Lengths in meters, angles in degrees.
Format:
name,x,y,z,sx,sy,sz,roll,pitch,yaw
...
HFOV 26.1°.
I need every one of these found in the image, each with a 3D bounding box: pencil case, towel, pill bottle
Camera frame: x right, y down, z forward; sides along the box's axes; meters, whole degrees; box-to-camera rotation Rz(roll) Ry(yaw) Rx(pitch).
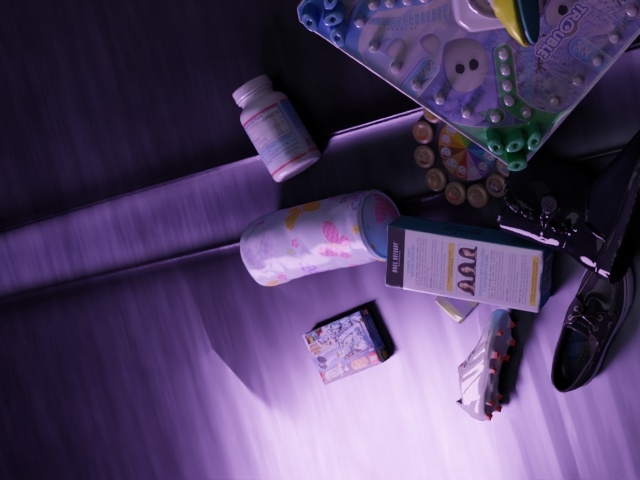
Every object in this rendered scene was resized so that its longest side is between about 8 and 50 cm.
name,x,y,z,sx,sy,sz,roll,pitch,yaw
pencil case,0.000,0.000,2.211,0.273,0.113,0.124,-15,116,39
towel,0.218,0.085,2.145,0.060,0.009,0.083,44,127,15
pill bottle,-0.074,-0.181,2.218,0.087,0.087,0.160,-34,84,39

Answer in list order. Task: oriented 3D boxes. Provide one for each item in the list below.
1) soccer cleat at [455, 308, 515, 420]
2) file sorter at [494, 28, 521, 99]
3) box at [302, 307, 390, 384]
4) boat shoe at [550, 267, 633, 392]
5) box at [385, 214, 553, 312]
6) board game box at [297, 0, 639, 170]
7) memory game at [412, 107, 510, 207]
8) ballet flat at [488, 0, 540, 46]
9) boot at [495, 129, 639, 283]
name,x,y,z,sx,sy,sz,roll,pitch,yaw
soccer cleat,0.248,0.189,2.126,0.076,0.068,0.196,23,121,32
file sorter,0.226,-0.295,1.923,0.118,0.104,0.170,9,119,10
box,0.042,0.176,2.295,0.137,0.027,0.094,-25,89,39
boat shoe,0.383,0.122,1.995,0.080,0.076,0.229,31,122,24
box,0.221,0.033,2.066,0.244,0.060,0.101,10,112,22
board game box,0.230,-0.329,1.807,0.390,0.050,0.390,33,115,-13
memory game,0.216,-0.138,2.068,0.186,0.012,0.186,13,113,32
ballet flat,0.225,-0.355,1.731,0.077,0.077,0.231,2,118,27
boot,0.364,-0.086,1.923,0.207,0.094,0.246,31,114,30
